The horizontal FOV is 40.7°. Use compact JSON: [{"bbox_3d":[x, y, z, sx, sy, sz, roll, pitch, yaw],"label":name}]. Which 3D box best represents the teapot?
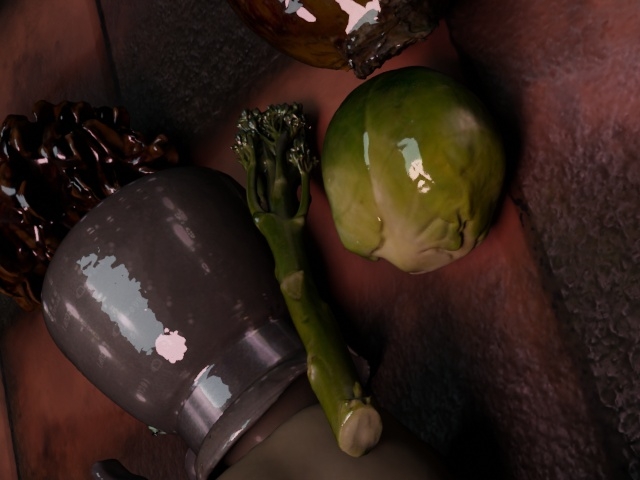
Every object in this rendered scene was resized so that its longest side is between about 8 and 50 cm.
[{"bbox_3d":[-0.112,0.125,0.756,0.305,0.223,0.285,-44,64,-2],"label":"teapot"}]

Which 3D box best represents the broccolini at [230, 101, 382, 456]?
[{"bbox_3d":[-0.004,-0.002,0.687,0.392,0.079,0.074,-114,35,-50],"label":"broccolini"}]

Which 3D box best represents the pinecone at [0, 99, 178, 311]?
[{"bbox_3d":[-0.285,-0.046,0.962,0.257,0.244,0.243,-33,65,49],"label":"pinecone"}]

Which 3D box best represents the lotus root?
[{"bbox_3d":[-0.015,-0.282,0.710,0.196,0.179,0.397,-51,53,37],"label":"lotus root"}]

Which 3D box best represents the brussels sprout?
[{"bbox_3d":[0.074,-0.057,0.655,0.155,0.117,0.155,19,125,29],"label":"brussels sprout"}]

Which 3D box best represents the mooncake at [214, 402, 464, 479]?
[{"bbox_3d":[0.008,0.254,0.617,0.135,0.275,0.274,35,114,46],"label":"mooncake"}]

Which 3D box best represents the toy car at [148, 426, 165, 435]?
[{"bbox_3d":[-0.129,0.173,0.923,0.143,0.054,0.073,-5,87,41],"label":"toy car"}]
